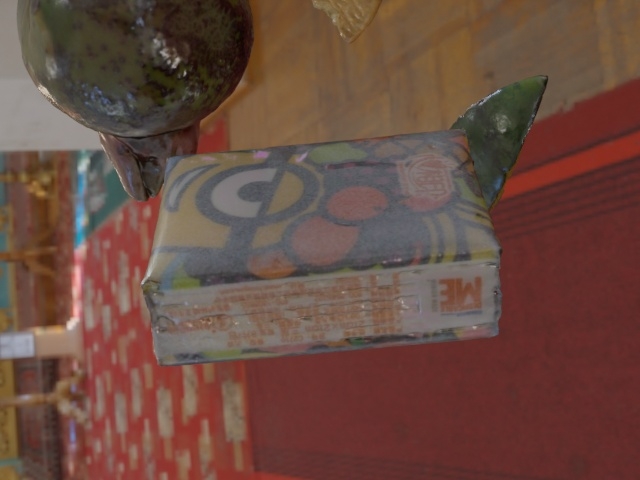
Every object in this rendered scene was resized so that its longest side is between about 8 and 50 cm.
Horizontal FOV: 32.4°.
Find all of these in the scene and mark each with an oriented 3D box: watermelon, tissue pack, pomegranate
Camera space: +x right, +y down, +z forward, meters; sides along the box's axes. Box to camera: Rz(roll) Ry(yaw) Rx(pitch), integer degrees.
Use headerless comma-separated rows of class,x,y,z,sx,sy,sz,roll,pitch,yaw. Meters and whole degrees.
watermelon,0.169,-0.071,1.054,0.181,0.092,0.075,105,147,-58
tissue pack,0.000,0.000,0.491,0.109,0.148,0.060,-92,-4,-55
pomegranate,-0.107,-0.098,0.603,0.138,0.125,0.163,38,118,45

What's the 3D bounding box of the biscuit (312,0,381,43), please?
biscuit,0.009,-0.338,1.191,0.224,0.033,0.144,55,129,15
